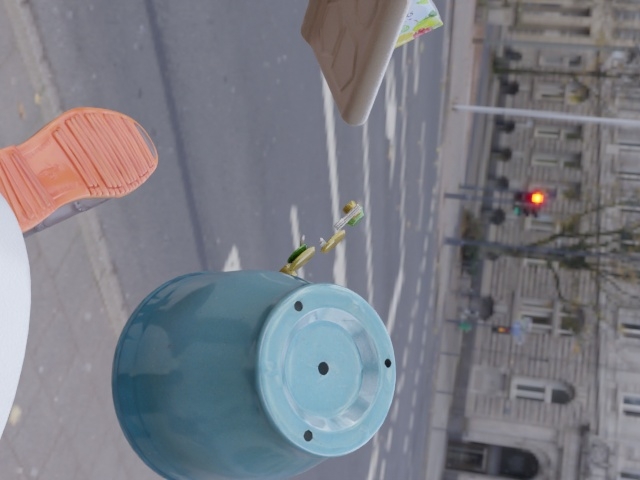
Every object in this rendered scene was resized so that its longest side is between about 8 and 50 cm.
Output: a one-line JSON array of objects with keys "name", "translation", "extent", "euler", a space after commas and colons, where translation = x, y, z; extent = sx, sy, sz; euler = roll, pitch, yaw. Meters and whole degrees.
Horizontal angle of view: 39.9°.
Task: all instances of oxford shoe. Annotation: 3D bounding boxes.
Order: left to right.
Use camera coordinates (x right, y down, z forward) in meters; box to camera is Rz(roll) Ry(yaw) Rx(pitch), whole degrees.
[{"name": "oxford shoe", "translation": [-0.358, -0.081, 1.159], "extent": [0.129, 0.133, 0.364], "euler": [61, 34, -2]}]

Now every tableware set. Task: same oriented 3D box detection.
[{"name": "tableware set", "translation": [0.000, 0.000, 1.241], "extent": [0.154, 0.024, 0.104], "euler": [-44, 167, 1]}]

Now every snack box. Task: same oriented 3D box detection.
[{"name": "snack box", "translation": [0.092, -0.317, 1.271], "extent": [0.100, 0.141, 0.037], "euler": [35, 35, -56]}]

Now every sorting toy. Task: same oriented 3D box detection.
[{"name": "sorting toy", "translation": [0.043, -0.272, 1.067], "extent": [0.208, 0.038, 0.193], "euler": [-114, -147, -41]}]

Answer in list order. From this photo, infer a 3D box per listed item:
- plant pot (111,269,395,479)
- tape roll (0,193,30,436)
[{"name": "plant pot", "translation": [-0.061, 0.155, 1.010], "extent": [0.272, 0.255, 0.271], "euler": [8, 77, -36]}, {"name": "tape roll", "translation": [-0.383, 0.104, 0.666], "extent": [0.072, 0.392, 0.391], "euler": [37, 57, -51]}]
